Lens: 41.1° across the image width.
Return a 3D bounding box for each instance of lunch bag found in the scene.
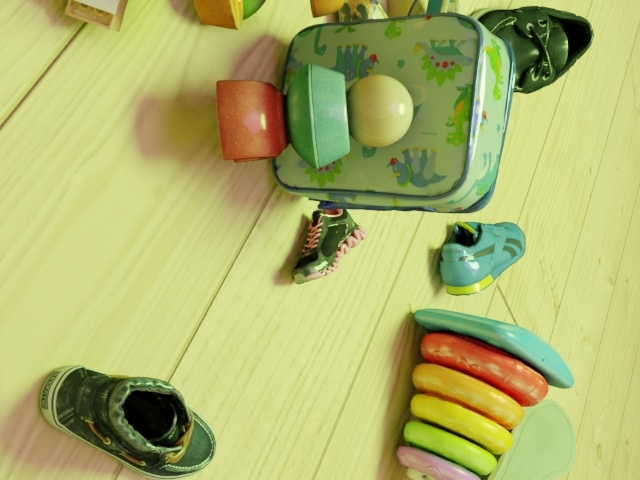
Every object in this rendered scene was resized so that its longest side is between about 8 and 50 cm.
[{"bbox_3d":[0.061,-0.111,0.788,0.090,0.219,0.176,10,86,-54],"label":"lunch bag"}]

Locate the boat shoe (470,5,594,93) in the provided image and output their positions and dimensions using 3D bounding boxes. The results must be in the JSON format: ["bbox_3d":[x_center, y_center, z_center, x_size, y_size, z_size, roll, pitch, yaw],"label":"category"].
[{"bbox_3d":[0.308,-0.277,1.233,0.340,0.113,0.127,-20,108,-54],"label":"boat shoe"}]

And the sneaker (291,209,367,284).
[{"bbox_3d":[0.000,0.000,0.864,0.057,0.047,0.119,61,38,-15],"label":"sneaker"}]

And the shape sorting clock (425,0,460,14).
[{"bbox_3d":[0.142,-0.212,1.001,0.206,0.040,0.206,11,90,-77],"label":"shape sorting clock"}]

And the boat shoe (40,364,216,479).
[{"bbox_3d":[-0.121,0.147,0.650,0.183,0.083,0.065,39,60,-49],"label":"boat shoe"}]

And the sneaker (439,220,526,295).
[{"bbox_3d":[0.223,0.000,1.160,0.209,0.069,0.082,-32,113,-50],"label":"sneaker"}]

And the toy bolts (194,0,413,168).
[{"bbox_3d":[-0.006,-0.169,0.676,0.218,0.158,0.229,-85,171,-81],"label":"toy bolts"}]

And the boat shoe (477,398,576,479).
[{"bbox_3d":[0.281,0.332,1.241,0.302,0.091,0.114,-26,79,-51],"label":"boat shoe"}]

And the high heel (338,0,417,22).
[{"bbox_3d":[0.118,-0.290,0.891,0.093,0.186,0.261,29,67,-52],"label":"high heel"}]

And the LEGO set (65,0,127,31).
[{"bbox_3d":[-0.156,-0.301,0.605,0.132,0.107,0.287,-19,115,-18],"label":"LEGO set"}]

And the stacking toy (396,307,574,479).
[{"bbox_3d":[0.157,0.244,1.020,0.175,0.165,0.302,34,74,-34],"label":"stacking toy"}]
